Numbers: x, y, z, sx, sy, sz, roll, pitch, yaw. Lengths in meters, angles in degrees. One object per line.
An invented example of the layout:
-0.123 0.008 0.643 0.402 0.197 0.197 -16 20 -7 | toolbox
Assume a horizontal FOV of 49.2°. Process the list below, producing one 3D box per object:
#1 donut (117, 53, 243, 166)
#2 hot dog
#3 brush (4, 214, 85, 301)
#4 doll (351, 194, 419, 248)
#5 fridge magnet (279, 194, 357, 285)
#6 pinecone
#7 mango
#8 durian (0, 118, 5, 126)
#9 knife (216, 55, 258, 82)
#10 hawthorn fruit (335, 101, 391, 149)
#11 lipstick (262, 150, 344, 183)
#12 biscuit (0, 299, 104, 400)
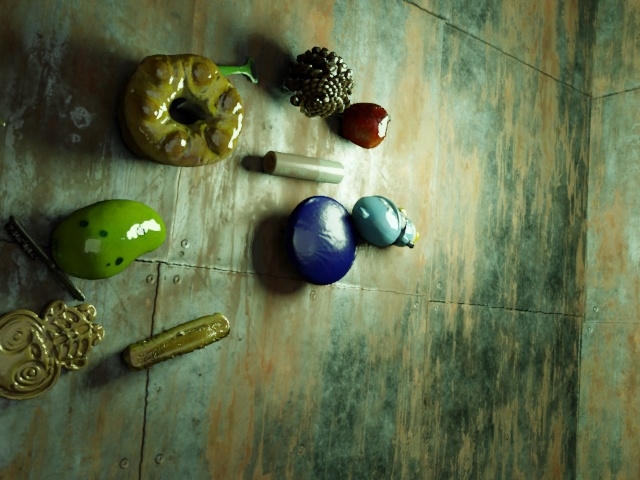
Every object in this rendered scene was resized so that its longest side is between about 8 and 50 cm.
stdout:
-0.351 -0.318 1.754 0.317 0.150 0.299 41 64 -31 | donut
-0.362 0.257 1.772 0.289 0.068 0.083 -18 76 -34 | hot dog
-0.625 0.049 1.583 0.036 0.043 0.248 -40 114 -16 | brush
0.203 -0.055 2.181 0.141 0.177 0.314 -48 148 17 | doll
0.000 0.000 2.050 0.265 0.113 0.265 1 88 -39 | fridge magnet
-0.001 -0.466 2.035 0.208 0.208 0.207 2 86 -39 | pinecone
-0.488 -0.008 1.638 0.293 0.143 0.175 -22 101 -48 | mango
-0.754 -0.269 1.454 0.189 0.091 0.148 18 51 -17 | durian
-0.242 -0.473 1.935 0.166 0.023 0.078 -13 91 -40 | knife
0.129 -0.362 2.173 0.172 0.148 0.148 11 79 -11 | hawthorn fruit
-0.046 -0.212 2.050 0.254 0.070 0.070 4 85 -39 | lipstick
-0.625 0.240 1.574 0.289 0.044 0.202 -20 100 -36 | biscuit
